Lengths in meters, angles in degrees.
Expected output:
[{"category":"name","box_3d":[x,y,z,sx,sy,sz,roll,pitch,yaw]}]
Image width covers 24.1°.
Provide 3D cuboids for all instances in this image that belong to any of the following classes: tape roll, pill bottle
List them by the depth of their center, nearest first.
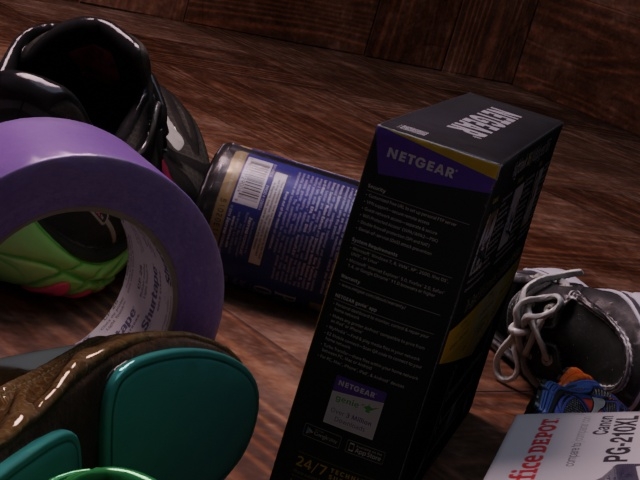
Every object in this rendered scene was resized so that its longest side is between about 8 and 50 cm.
[{"category":"tape roll","box_3d":[-0.157,0.029,0.870,0.189,0.189,0.080,8,16,-31]},{"category":"pill bottle","box_3d":[0.000,0.000,1.317,0.219,0.122,0.123,17,13,3]}]

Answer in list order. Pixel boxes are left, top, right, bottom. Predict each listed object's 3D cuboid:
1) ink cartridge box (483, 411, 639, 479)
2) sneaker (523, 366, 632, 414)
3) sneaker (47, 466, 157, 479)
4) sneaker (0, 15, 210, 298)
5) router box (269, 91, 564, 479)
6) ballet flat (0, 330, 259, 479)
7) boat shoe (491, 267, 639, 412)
[{"category":"ink cartridge box","box_3d":[0.207,0.159,0.792,0.237,0.100,0.172,-3,10,17]},{"category":"sneaker","box_3d":[0.185,0.144,1.055,0.087,0.083,0.221,26,18,18]},{"category":"sneaker","box_3d":[-0.063,0.153,0.619,0.109,0.123,0.295,21,14,22]},{"category":"sneaker","box_3d":[-0.182,-0.091,1.298,0.185,0.202,0.483,17,13,1]},{"category":"router box","box_3d":[0.074,0.033,1.013,0.081,0.242,0.309,20,13,12]},{"category":"ballet flat","box_3d":[-0.153,0.110,0.759,0.124,0.116,0.342,10,15,21]},{"category":"boat shoe","box_3d":[0.203,0.076,1.279,0.105,0.113,0.306,5,13,-16]}]
